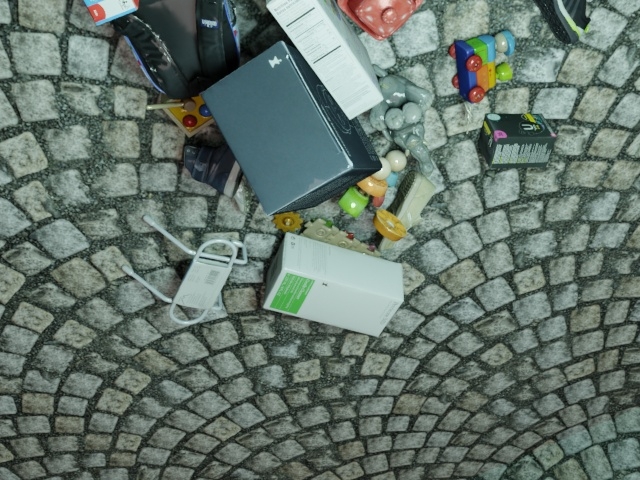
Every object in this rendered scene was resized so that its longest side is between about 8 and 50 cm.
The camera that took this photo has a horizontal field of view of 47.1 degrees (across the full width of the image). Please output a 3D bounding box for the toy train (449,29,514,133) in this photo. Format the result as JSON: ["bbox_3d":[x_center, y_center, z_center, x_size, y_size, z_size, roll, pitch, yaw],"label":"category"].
[{"bbox_3d":[0.417,-0.398,1.844,0.143,0.105,0.248,-23,131,-7],"label":"toy train"}]

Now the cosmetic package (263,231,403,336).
[{"bbox_3d":[0.038,0.130,2.136,0.365,0.155,0.197,16,134,-12],"label":"cosmetic package"}]

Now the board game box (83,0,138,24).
[{"bbox_3d":[-0.441,-0.612,1.372,0.086,0.308,0.302,-18,131,5],"label":"board game box"}]

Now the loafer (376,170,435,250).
[{"bbox_3d":[0.243,-0.071,2.084,0.092,0.102,0.269,17,125,-15],"label":"loafer"}]

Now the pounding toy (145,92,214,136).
[{"bbox_3d":[-0.325,-0.329,1.769,0.130,0.100,0.141,-30,129,15],"label":"pounding toy"}]

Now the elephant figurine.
[{"bbox_3d":[0.210,-0.298,1.861,0.169,0.186,0.239,14,166,23],"label":"elephant figurine"}]

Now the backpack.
[{"bbox_3d":[-0.297,-0.454,1.597,0.276,0.213,0.263,-11,123,8],"label":"backpack"}]

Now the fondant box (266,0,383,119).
[{"bbox_3d":[0.004,-0.462,1.619,0.096,0.238,0.330,-28,129,16],"label":"fondant box"}]

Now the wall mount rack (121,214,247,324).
[{"bbox_3d":[-0.389,0.077,2.097,0.304,0.130,0.350,14,126,-25],"label":"wall mount rack"}]

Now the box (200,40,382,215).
[{"bbox_3d":[-0.045,-0.237,1.640,0.212,0.395,0.294,-29,88,15],"label":"box"}]

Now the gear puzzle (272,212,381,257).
[{"bbox_3d":[0.000,0.000,2.146,0.339,0.044,0.175,29,130,-25],"label":"gear puzzle"}]

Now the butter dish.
[{"bbox_3d":[0.147,-0.530,1.665,0.160,0.118,0.160,33,119,-32],"label":"butter dish"}]

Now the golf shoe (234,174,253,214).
[{"bbox_3d":[-0.228,-0.149,1.976,0.086,0.069,0.176,4,126,10],"label":"golf shoe"}]

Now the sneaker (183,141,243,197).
[{"bbox_3d":[-0.254,-0.243,1.863,0.163,0.086,0.226,25,95,5],"label":"sneaker"}]

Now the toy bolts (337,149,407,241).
[{"bbox_3d":[0.178,-0.138,1.927,0.218,0.228,0.158,37,116,-7],"label":"toy bolts"}]

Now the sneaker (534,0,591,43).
[{"bbox_3d":[0.573,-0.576,1.741,0.097,0.084,0.235,-45,128,-3],"label":"sneaker"}]

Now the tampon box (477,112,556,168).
[{"bbox_3d":[0.519,-0.266,1.950,0.161,0.120,0.101,-2,131,-8],"label":"tampon box"}]
